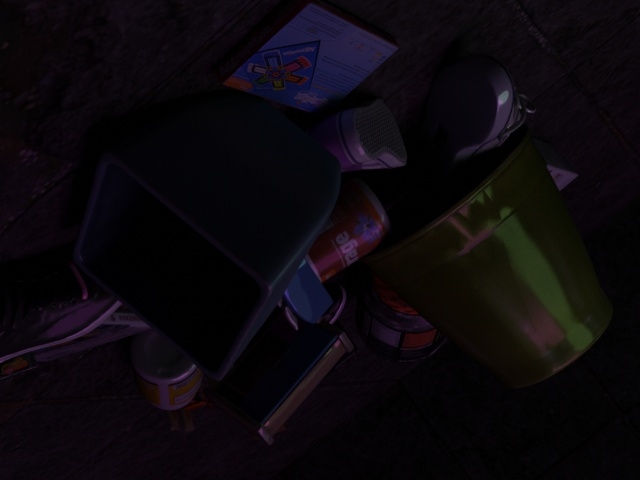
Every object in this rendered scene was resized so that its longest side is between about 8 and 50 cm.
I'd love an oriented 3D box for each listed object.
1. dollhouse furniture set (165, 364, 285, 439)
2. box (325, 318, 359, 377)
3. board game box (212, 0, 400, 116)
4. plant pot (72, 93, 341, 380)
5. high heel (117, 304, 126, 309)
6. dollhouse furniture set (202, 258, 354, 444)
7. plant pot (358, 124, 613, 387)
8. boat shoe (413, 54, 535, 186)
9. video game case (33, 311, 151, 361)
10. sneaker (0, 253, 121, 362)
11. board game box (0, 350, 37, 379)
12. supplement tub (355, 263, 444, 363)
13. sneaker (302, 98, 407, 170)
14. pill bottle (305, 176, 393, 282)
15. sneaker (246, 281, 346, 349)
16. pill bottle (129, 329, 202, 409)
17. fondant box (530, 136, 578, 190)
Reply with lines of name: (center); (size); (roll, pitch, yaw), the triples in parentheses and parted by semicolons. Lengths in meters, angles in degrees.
dollhouse furniture set: (-0.150, 0.315, 2.405); (0.262, 0.135, 0.259); (-21, 165, 10)
box: (-0.068, 0.275, 2.630); (0.261, 0.103, 0.184); (-39, 160, 11)
board game box: (-0.010, -0.227, 1.514); (0.145, 0.027, 0.281); (-42, 162, 17)
plant pot: (-0.113, -0.033, 1.494); (0.252, 0.247, 0.248); (-45, 172, -36)
high heel: (-0.276, 0.061, 1.763); (0.186, 0.093, 0.261); (-7, 177, -3)
dollhouse furniture set: (-0.143, 0.100, 1.791); (0.198, 0.286, 0.303); (-48, 137, -17)
plant pot: (0.310, 0.050, 2.100); (0.366, 0.353, 0.366); (-38, -172, 6)
boat shoe: (0.264, -0.203, 1.918); (0.156, 0.135, 0.367); (-30, 165, -17)
video game case: (-0.360, 0.136, 1.721); (0.201, 0.023, 0.183); (-17, 169, 19)
sneaker: (-0.360, 0.073, 1.520); (0.296, 0.104, 0.147); (-25, 166, -17)
board game box: (-0.506, 0.202, 1.595); (0.260, 0.030, 0.136); (-19, 176, -21)
supplement tub: (0.179, 0.115, 2.488); (0.207, 0.207, 0.338); (-31, 163, -13)
sneaker: (0.021, -0.134, 1.752); (0.161, 0.102, 0.282); (-20, 174, 20)
pill bottle: (0.000, 0.000, 1.982); (0.216, 0.121, 0.121); (-33, 163, -8)
sneaker: (-0.052, 0.158, 2.380); (0.217, 0.079, 0.121); (-38, 164, 15)
pill bottle: (-0.260, 0.214, 2.072); (0.119, 0.119, 0.208); (-30, 162, -17)
fondant box: (0.358, -0.101, 2.440); (0.238, 0.096, 0.330); (-41, 163, 19)
